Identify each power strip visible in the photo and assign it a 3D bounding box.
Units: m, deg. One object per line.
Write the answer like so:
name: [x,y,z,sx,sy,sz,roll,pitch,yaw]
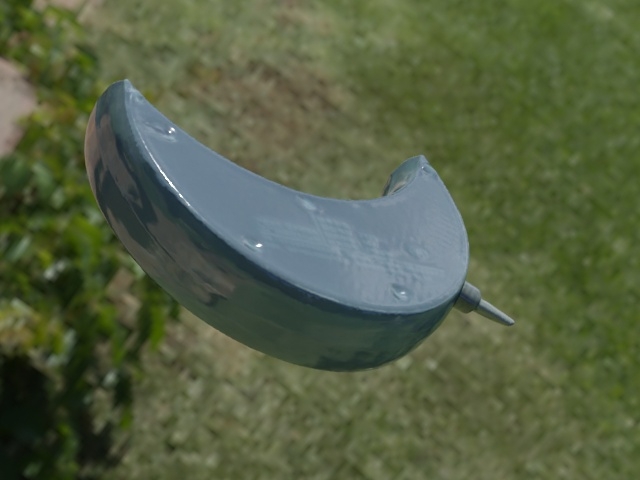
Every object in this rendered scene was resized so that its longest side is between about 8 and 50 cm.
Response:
power strip: [0.000,0.000,0.900,0.216,0.044,0.137,14,37,-33]
